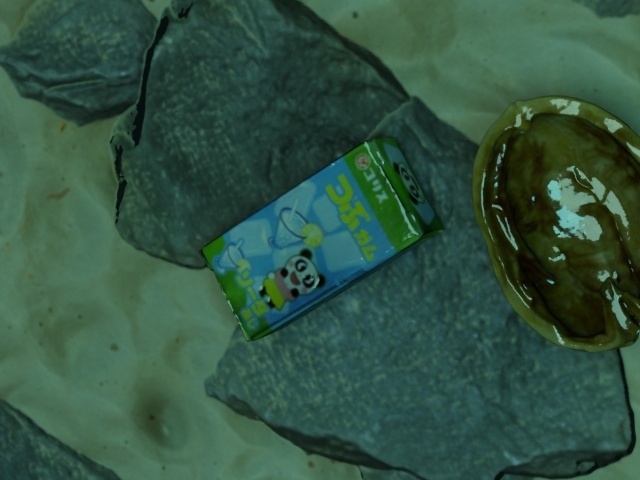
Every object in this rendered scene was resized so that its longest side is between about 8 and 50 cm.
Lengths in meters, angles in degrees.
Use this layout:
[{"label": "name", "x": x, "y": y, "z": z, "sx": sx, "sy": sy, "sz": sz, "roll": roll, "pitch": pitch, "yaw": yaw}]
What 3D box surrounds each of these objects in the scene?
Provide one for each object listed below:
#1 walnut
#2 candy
[{"label": "walnut", "x": 0.217, "y": -0.019, "z": 1.402, "sx": 0.167, "sy": 0.087, "sz": 0.211, "roll": -27, "pitch": 81, "yaw": 31}, {"label": "candy", "x": 0.000, "y": 0.000, "z": 1.516, "sx": 0.194, "sy": 0.062, "sz": 0.097, "roll": -32, "pitch": 81, "yaw": 24}]
